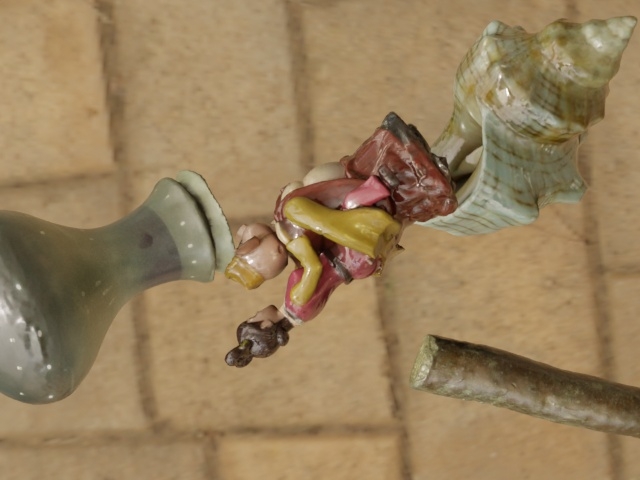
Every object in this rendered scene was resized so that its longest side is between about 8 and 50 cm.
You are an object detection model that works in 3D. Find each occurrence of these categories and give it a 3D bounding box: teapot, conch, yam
[{"bbox_3d":[-0.209,0.031,1.566,0.183,0.251,0.183,44,148,36],"label":"teapot"},{"bbox_3d":[0.187,-0.088,1.715,0.170,0.203,0.386,23,129,-9],"label":"conch"},{"bbox_3d":[0.221,0.144,1.621,0.274,0.061,0.061,14,99,-2],"label":"yam"}]

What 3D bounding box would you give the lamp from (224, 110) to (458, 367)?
[{"bbox_3d":[0.000,0.000,1.479,0.253,0.118,0.118,-38,75,-2],"label":"lamp"}]
